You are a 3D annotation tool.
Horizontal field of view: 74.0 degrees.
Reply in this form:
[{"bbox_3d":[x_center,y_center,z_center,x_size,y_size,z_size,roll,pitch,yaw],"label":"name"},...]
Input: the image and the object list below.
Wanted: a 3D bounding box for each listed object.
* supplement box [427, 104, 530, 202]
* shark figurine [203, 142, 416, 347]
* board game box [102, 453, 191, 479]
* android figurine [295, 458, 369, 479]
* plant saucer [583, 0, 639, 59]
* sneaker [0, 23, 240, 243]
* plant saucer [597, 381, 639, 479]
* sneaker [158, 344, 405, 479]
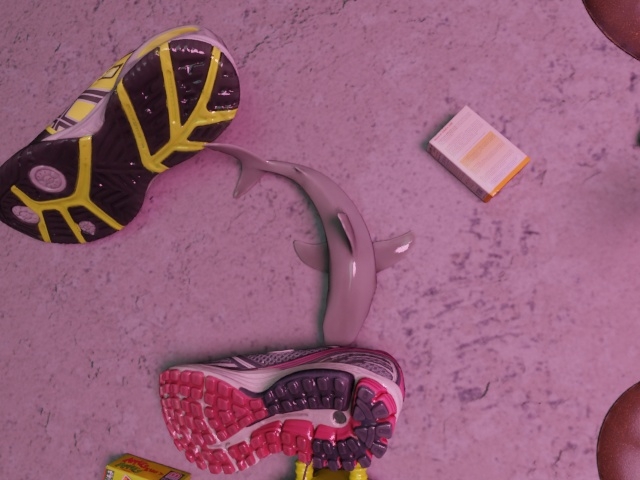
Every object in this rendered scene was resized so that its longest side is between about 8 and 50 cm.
[{"bbox_3d":[0.184,-0.101,0.502,0.062,0.036,0.098,-44,78,2],"label":"supplement box"},{"bbox_3d":[0.001,-0.029,0.487,0.166,0.116,0.278,-34,80,2],"label":"shark figurine"},{"bbox_3d":[-0.224,0.364,0.503,0.092,0.043,0.181,11,84,11],"label":"board game box"},{"bbox_3d":[0.018,0.368,0.439,0.248,0.056,0.272,-4,82,22],"label":"android figurine"},{"bbox_3d":[0.468,-0.339,0.483,0.311,0.050,0.310,-1,82,8],"label":"plant saucer"},{"bbox_3d":[-0.260,-0.126,0.550,0.385,0.145,0.147,-28,40,14],"label":"sneaker"},{"bbox_3d":[0.392,0.233,0.422,0.199,0.036,0.198,-1,82,9],"label":"plant saucer"},{"bbox_3d":[-0.053,0.180,0.471,0.299,0.112,0.120,-7,97,24],"label":"sneaker"}]
